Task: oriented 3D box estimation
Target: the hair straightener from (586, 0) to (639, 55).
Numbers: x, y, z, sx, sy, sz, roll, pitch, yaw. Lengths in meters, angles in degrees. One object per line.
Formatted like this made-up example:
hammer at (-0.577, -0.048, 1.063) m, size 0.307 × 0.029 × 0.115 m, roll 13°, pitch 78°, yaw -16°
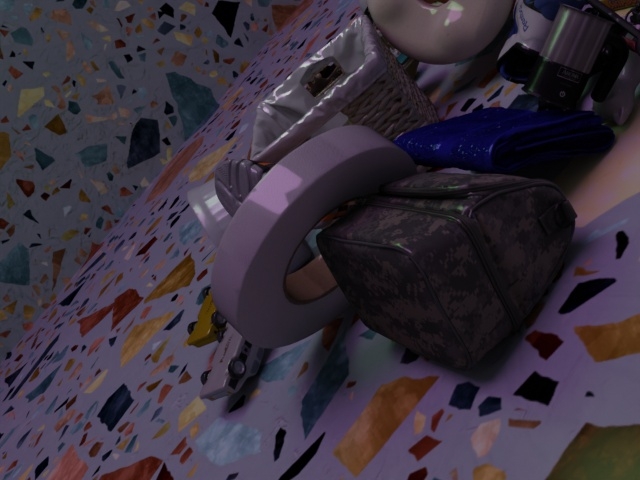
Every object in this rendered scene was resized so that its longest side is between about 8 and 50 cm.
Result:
hair straightener at (0.458, -0.334, 1.207) m, size 0.089 × 0.047 × 0.230 m, roll -52°, pitch 26°, yaw 13°

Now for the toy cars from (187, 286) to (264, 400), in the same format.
toy cars at (-0.175, 0.187, 1.609) m, size 0.176 × 0.087 × 0.393 m, roll -49°, pitch 25°, yaw 6°

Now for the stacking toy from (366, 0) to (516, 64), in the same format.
stacking toy at (0.352, -0.591, 1.773) m, size 0.351 × 0.350 × 0.480 m, roll -23°, pitch 3°, yaw 43°

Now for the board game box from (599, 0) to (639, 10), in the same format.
board game box at (0.603, -0.473, 1.437) m, size 0.124 × 0.039 × 0.259 m, roll -50°, pitch 20°, yaw -13°

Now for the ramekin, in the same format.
ramekin at (-0.139, -0.028, 1.676) m, size 0.135 × 0.277 × 0.277 m, roll -36°, pitch 23°, yaw 3°

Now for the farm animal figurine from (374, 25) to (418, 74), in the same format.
farm animal figurine at (0.227, -0.565, 2.072) m, size 0.327 × 0.172 × 0.330 m, roll -42°, pitch 22°, yaw 10°

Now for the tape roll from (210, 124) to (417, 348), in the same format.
tape roll at (0.000, 0.000, 1.278) m, size 0.072 × 0.392 × 0.392 m, roll 39°, pitch 84°, yaw 28°

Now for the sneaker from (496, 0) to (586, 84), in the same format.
sneaker at (0.392, -0.381, 1.494) m, size 0.315 × 0.127 × 0.182 m, roll -52°, pitch -15°, yaw -69°

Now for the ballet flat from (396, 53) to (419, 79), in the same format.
ballet flat at (0.117, -0.303, 1.897) m, size 0.348 × 0.123 × 0.123 m, roll -39°, pitch 23°, yaw 7°

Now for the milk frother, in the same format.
milk frother at (0.365, -0.275, 1.205) m, size 0.143 × 0.129 × 0.134 m, roll 52°, pitch 126°, yaw 55°

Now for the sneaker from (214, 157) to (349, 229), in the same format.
sneaker at (-0.041, -0.093, 1.491) m, size 0.321 × 0.124 × 0.180 m, roll 16°, pitch 25°, yaw 39°

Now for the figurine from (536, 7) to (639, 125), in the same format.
figurine at (0.456, -0.268, 1.288) m, size 0.209 × 0.092 × 0.215 m, roll -56°, pitch 24°, yaw -5°

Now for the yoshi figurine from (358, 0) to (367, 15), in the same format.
yoshi figurine at (0.232, -0.709, 2.389) m, size 0.203 × 0.204 × 0.362 m, roll 71°, pitch -141°, yaw -70°

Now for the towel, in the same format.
towel at (0.275, -0.166, 1.287) m, size 0.228 × 0.076 × 0.308 m, roll -12°, pitch 13°, yaw -22°

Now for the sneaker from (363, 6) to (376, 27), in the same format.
sneaker at (0.155, -0.505, 2.201) m, size 0.283 × 0.124 × 0.107 m, roll -69°, pitch 22°, yaw 1°

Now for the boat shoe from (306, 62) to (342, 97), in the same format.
boat shoe at (0.014, -0.460, 2.335) m, size 0.342 × 0.123 × 0.123 m, roll -33°, pitch 25°, yaw 29°

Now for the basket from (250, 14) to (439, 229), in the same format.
basket at (0.059, -0.234, 1.674) m, size 0.328 × 0.266 × 0.331 m, roll -38°, pitch 22°, yaw 18°

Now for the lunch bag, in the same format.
lunch bag at (0.177, 0.009, 1.144) m, size 0.256 × 0.212 × 0.305 m, roll -35°, pitch 19°, yaw -19°
